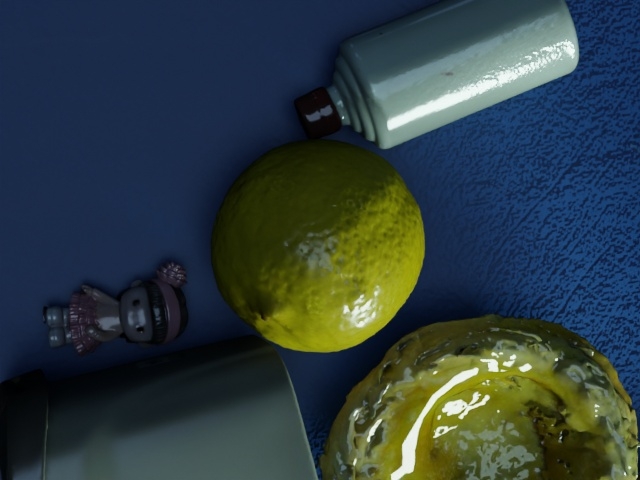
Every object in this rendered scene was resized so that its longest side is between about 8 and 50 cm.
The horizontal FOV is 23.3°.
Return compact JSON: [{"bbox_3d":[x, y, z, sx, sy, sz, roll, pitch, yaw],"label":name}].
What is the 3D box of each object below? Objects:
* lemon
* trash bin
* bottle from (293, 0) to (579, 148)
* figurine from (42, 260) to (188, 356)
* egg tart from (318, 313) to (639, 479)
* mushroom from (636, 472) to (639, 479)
[{"bbox_3d":[0.000,0.000,1.312,0.178,0.203,0.178,15,131,18],"label":"lemon"},{"bbox_3d":[-0.141,0.199,1.305,0.250,0.220,0.219,-15,98,-12],"label":"trash bin"},{"bbox_3d":[0.095,-0.149,1.349,0.245,0.104,0.104,-22,97,-5],"label":"bottle"},{"bbox_3d":[-0.178,0.062,1.365,0.129,0.054,0.072,-9,81,1],"label":"figurine"},{"bbox_3d":[0.139,0.194,1.377,0.288,0.118,0.288,-1,97,-8],"label":"egg tart"},{"bbox_3d":[0.402,0.214,1.422,0.217,0.148,0.227,-27,88,14],"label":"mushroom"}]
